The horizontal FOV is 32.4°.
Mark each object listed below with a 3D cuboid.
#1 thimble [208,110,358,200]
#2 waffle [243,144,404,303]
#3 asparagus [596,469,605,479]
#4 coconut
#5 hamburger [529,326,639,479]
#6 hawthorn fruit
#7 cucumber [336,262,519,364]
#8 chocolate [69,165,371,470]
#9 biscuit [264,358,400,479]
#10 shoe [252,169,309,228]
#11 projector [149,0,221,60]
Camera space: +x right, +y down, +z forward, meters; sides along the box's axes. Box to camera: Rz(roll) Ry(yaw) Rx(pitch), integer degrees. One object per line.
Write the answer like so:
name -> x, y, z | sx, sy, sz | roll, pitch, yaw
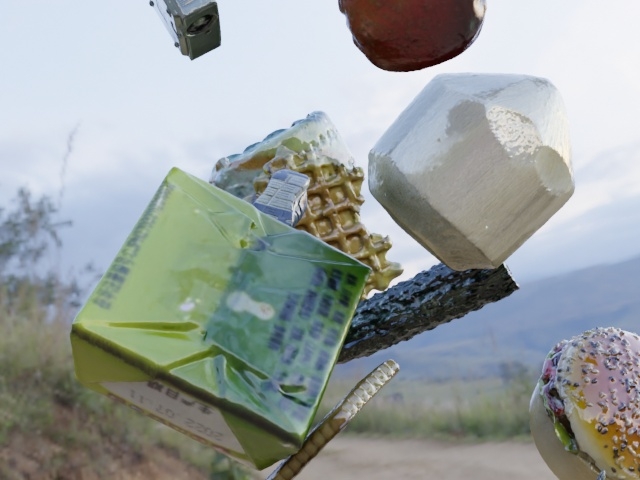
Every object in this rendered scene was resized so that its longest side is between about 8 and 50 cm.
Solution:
thimble -> -0.073, -0.113, 2.000 | 0.254, 0.167, 0.288 | -24, 8, 38
waffle -> -0.007, -0.007, 1.838 | 0.281, 0.301, 0.058 | -46, 11, -19
asparagus -> 0.355, 0.373, 1.412 | 0.016, 0.163, 0.016 | 13, -22, -9
coconut -> 0.201, -0.103, 1.405 | 0.266, 0.237, 0.237 | -42, -13, 4
hamburger -> 0.474, 0.278, 1.746 | 0.300, 0.300, 0.176 | -7, -32, -32
hawthorn fruit -> 0.116, -0.263, 1.175 | 0.193, 0.157, 0.157 | -8, -8, 13
cucumber -> 0.117, 0.110, 1.650 | 0.359, 0.096, 0.096 | -26, -12, 10
chocolate -> -0.121, 0.098, 1.332 | 0.288, 0.301, 0.137 | 27, -45, -3
biscuit -> -0.010, 0.251, 1.346 | 0.254, 0.029, 0.172 | -51, -9, 31
shoe -> -0.057, -0.033, 1.508 | 0.063, 0.143, 0.071 | 12, -43, 12
projector -> -0.182, -0.310, 1.426 | 0.061, 0.115, 0.147 | -31, -9, -8
